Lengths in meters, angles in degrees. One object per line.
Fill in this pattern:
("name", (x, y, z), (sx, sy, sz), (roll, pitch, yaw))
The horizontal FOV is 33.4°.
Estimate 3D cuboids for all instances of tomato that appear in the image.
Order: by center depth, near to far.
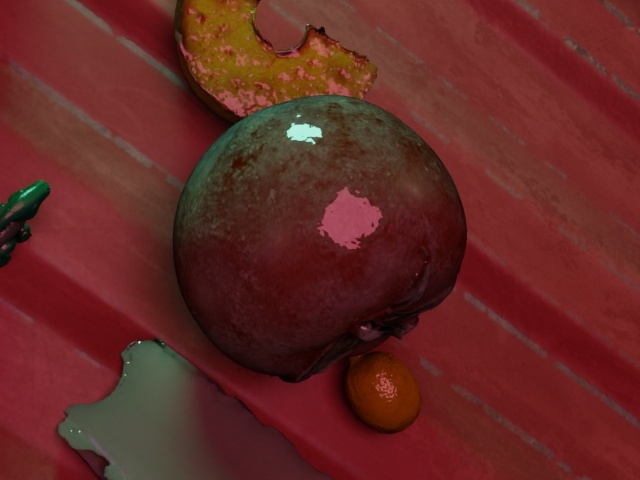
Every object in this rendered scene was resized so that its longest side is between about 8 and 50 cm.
("tomato", (0.000, 0.000, 1.132), (0.316, 0.317, 0.283), (-21, 71, -23))

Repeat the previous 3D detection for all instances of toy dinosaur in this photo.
("toy dinosaur", (-0.339, -0.012, 1.122), (0.059, 0.096, 0.132), (46, 65, -5))

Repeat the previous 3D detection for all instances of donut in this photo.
("donut", (-0.080, -0.203, 1.256), (0.259, 0.101, 0.152), (32, 70, -13))

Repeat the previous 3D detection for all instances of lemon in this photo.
("lemon", (0.070, 0.174, 1.247), (0.082, 0.082, 0.111), (-37, 100, -23))

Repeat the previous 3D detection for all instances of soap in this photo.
("soap", (-0.111, 0.239, 1.070), (0.159, 0.258, 0.302), (-42, 95, -21))
